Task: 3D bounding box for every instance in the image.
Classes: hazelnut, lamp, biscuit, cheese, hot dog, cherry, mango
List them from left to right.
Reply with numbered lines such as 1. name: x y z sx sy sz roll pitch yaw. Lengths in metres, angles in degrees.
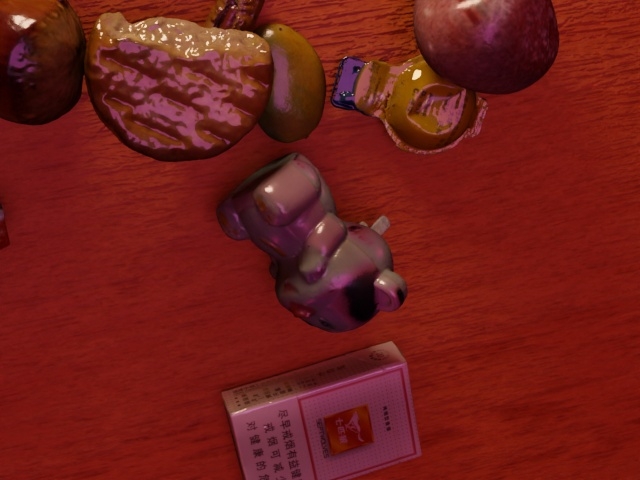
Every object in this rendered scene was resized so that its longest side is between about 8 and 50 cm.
1. hazelnut: -0.442 -0.268 1.530 0.208 0.208 0.208 -6 111 -14
2. biscuit: -0.216 -0.224 1.576 0.274 0.091 0.213 10 111 -18
3. hot dog: -0.151 -0.298 1.648 0.068 0.083 0.289 27 104 10
4. mango: -0.050 -0.249 1.695 0.122 0.085 0.191 -4 112 -11
5. lamp: 0.000 0.000 1.757 0.301 0.247 0.247 54 50 -14
6. cheese: 0.152 -0.234 1.768 0.270 0.069 0.177 12 105 -17
7. cherry: 0.253 -0.352 1.670 0.285 0.213 0.236 30 83 -40

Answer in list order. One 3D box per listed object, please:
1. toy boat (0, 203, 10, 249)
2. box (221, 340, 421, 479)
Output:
1. toy boat: -0.638 -0.001 1.582 0.331 0.145 0.133 -24 115 -13
2. box: 0.006 0.333 1.926 0.330 0.095 0.210 -15 114 -9
